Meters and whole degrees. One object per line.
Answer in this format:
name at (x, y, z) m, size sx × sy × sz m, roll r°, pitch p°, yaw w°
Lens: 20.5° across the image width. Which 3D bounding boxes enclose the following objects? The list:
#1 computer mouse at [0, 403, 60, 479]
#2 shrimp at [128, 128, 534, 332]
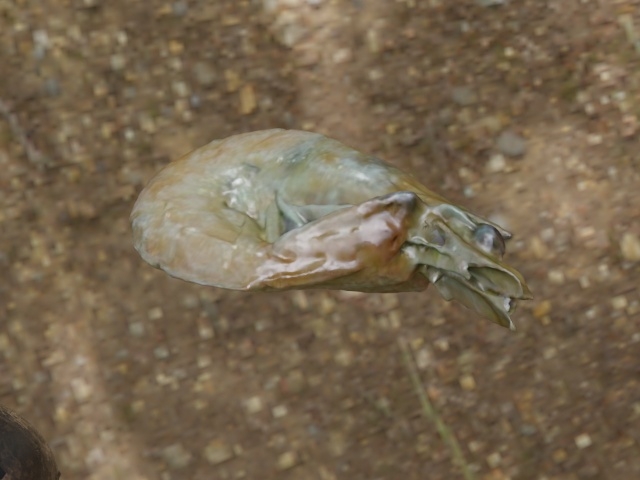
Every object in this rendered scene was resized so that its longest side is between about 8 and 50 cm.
computer mouse at (-0.296, 0.198, 1.412) m, size 0.147 × 0.264 × 0.088 m, roll 31°, pitch 130°, yaw -2°
shrimp at (0.000, 0.000, 1.173) m, size 0.317 × 0.168 × 0.077 m, roll 21°, pitch 138°, yaw 40°
